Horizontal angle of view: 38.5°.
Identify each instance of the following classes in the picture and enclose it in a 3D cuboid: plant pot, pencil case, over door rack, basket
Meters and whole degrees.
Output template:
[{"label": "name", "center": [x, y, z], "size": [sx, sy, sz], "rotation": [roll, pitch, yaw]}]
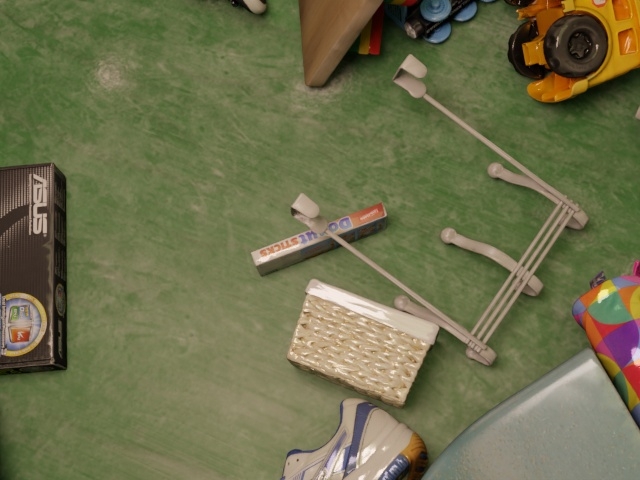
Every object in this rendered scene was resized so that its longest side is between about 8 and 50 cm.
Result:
[{"label": "plant pot", "center": [0.247, 0.287, 1.005], "size": [0.252, 0.247, 0.248], "rotation": [-30, 75, 10]}, {"label": "pencil case", "center": [0.373, 0.143, 1.023], "size": [0.104, 0.104, 0.236], "rotation": [-21, 60, -3]}, {"label": "over door rack", "center": [0.146, -0.034, 1.138], "size": [0.324, 0.108, 0.239], "rotation": [39, 78, -13]}, {"label": "basket", "center": [0.049, 0.129, 1.118], "size": [0.167, 0.113, 0.103], "rotation": [20, 78, 8]}]

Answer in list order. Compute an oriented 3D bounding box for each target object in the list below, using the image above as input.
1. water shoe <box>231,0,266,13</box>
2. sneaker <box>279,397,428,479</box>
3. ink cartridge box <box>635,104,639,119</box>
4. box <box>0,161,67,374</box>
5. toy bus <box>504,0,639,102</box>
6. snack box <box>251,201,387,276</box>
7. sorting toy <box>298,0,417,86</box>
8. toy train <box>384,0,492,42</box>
[{"label": "water shoe", "center": [-0.159, -0.372, 1.300], "size": [0.203, 0.073, 0.080], "rotation": [46, 103, 17]}, {"label": "sneaker", "center": [-0.008, 0.320, 1.086], "size": [0.131, 0.112, 0.296], "rotation": [37, 77, 29]}, {"label": "ink cartridge box", "center": [0.573, -0.164, 1.055], "size": [0.353, 0.207, 0.119], "rotation": [25, 72, 14]}, {"label": "box", "center": [-0.444, 0.041, 1.192], "size": [0.216, 0.060, 0.270], "rotation": [-5, 74, 2]}, {"label": "toy bus", "center": [0.354, -0.310, 1.184], "size": [0.211, 0.149, 0.220], "rotation": [-17, 102, -7]}, {"label": "snack box", "center": [0.000, 0.000, 1.181], "size": [0.178, 0.064, 0.022], "rotation": [-21, 74, -3]}, {"label": "sorting toy", "center": [0.053, -0.368, 1.194], "size": [0.089, 0.257, 0.255], "rotation": [3, 70, -20]}, {"label": "toy train", "center": [0.174, -0.355, 1.267], "size": [0.184, 0.080, 0.105], "rotation": [-39, 70, -8]}]
